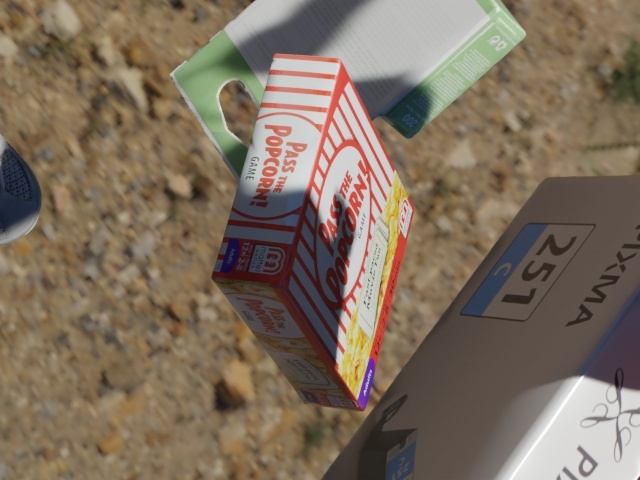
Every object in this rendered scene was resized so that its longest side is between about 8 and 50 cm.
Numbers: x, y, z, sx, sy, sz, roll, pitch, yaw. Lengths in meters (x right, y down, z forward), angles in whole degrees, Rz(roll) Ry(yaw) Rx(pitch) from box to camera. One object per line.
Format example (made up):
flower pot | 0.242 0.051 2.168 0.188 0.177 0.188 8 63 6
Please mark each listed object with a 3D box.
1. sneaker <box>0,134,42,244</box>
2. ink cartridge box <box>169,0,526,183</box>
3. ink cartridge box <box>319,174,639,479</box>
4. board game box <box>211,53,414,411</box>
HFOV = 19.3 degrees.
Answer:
sneaker | -0.287 -0.064 1.316 0.281 0.115 0.105 38 79 -48
ink cartridge box | 0.017 -0.142 1.434 0.235 0.171 0.056 -42 145 12
ink cartridge box | 0.105 0.100 0.784 0.066 0.261 0.296 44 72 -22
board game box | 0.000 0.000 1.129 0.193 0.045 0.146 58 42 -60
